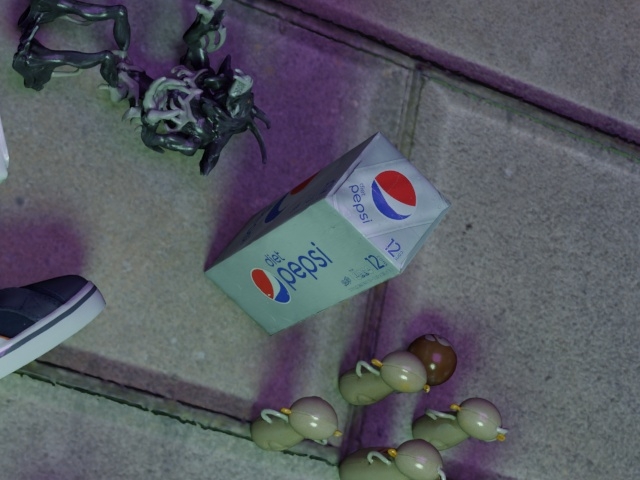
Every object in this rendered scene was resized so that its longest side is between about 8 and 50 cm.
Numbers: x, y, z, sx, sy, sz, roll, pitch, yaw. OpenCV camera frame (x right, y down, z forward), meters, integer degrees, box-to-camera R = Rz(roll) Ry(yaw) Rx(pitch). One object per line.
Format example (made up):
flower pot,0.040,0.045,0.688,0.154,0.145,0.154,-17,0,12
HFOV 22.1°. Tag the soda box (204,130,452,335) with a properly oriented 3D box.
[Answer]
soda box,0.000,0.000,1.527,0.098,0.286,0.091,44,62,-8

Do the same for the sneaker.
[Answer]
sneaker,-0.343,0.085,1.426,0.321,0.126,0.127,-30,96,-28

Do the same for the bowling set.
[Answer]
bowling set,0.092,0.164,1.605,0.287,0.154,0.200,28,66,-18

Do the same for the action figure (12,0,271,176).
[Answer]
action figure,-0.153,-0.165,1.583,0.276,0.141,0.164,21,56,-19

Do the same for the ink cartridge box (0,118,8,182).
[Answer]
ink cartridge box,-0.434,-0.117,1.441,0.273,0.115,0.198,-10,81,-28
